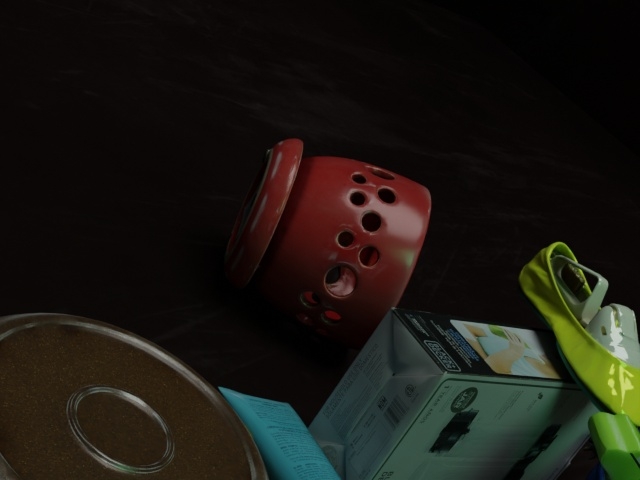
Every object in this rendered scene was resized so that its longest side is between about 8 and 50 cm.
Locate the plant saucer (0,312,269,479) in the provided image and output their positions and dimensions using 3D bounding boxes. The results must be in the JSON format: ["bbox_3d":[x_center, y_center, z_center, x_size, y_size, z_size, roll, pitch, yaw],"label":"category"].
[{"bbox_3d":[-0.156,0.152,0.803,0.310,0.050,0.310,30,22,-14],"label":"plant saucer"}]

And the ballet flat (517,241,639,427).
[{"bbox_3d":[0.256,0.078,1.037,0.077,0.077,0.231,22,24,-27],"label":"ballet flat"}]

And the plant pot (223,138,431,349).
[{"bbox_3d":[0.000,0.000,1.144,0.174,0.191,0.191,21,25,-10],"label":"plant pot"}]

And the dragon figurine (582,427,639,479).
[{"bbox_3d":[0.303,0.231,1.074,0.085,0.289,0.144,39,-15,5],"label":"dragon figurine"}]

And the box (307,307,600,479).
[{"bbox_3d":[0.142,0.165,1.030,0.290,0.169,0.087,10,30,-42],"label":"box"}]

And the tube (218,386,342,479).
[{"bbox_3d":[-0.016,0.194,0.913,0.080,0.052,0.207,26,17,-40],"label":"tube"}]

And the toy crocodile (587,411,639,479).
[{"bbox_3d":[0.321,0.290,0.954,0.340,0.105,0.115,53,15,-21],"label":"toy crocodile"}]
